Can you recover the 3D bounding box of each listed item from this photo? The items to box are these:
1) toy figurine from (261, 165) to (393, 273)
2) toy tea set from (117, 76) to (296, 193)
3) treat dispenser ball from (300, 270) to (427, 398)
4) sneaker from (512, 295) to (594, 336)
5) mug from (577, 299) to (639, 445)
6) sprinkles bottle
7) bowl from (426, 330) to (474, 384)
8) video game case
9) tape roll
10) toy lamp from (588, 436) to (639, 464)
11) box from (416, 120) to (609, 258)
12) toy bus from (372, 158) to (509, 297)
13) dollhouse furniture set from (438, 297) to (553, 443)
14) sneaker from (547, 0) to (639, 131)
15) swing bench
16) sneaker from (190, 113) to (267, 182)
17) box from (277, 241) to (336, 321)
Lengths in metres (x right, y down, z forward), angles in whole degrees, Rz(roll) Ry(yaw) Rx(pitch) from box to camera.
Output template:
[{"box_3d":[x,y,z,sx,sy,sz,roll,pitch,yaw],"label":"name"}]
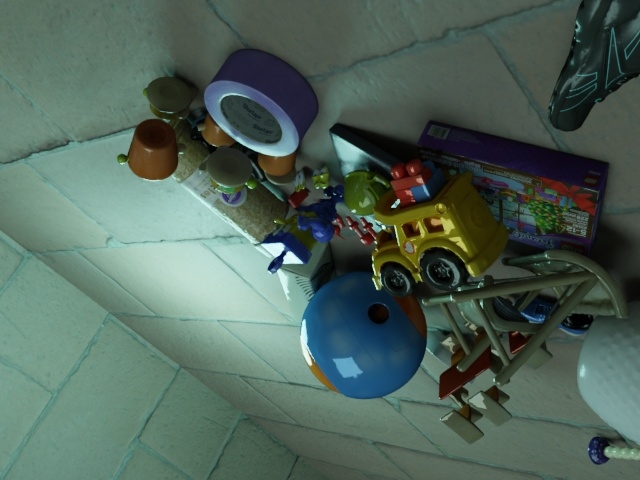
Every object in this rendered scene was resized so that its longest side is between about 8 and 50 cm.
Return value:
[{"box_3d":[0.000,0.000,1.504,0.191,0.217,0.362,52,159,-19],"label":"toy figurine"},{"box_3d":[-0.212,-0.166,1.533,0.336,0.200,0.124,24,146,-1],"label":"toy tea set"},{"box_3d":[0.097,0.213,1.804,0.288,0.288,0.288,23,154,12],"label":"treat dispenser ball"},{"box_3d":[0.456,0.139,1.559,0.152,0.058,0.084,23,160,4],"label":"sneaker"},{"box_3d":[0.644,0.239,1.359,0.328,0.276,0.374,14,-178,40],"label":"mug"},{"box_3d":[-0.200,-0.111,1.705,0.355,0.121,0.121,40,153,-21],"label":"sprinkles bottle"},{"box_3d":[0.312,0.275,1.929,0.142,0.053,0.142,40,-179,-21],"label":"bowl"},{"box_3d":[0.117,-0.081,1.483,0.196,0.026,0.274,35,161,31],"label":"video game case"},{"box_3d":[-0.105,-0.241,1.414,0.189,0.080,0.189,24,154,12],"label":"tape roll"},{"box_3d":[0.774,0.515,1.912,0.080,0.080,0.274,39,155,-19],"label":"toy lamp"},{"box_3d":[0.309,-0.079,1.309,0.293,0.057,0.201,18,153,23],"label":"box"},{"box_3d":[0.159,-0.032,1.297,0.220,0.149,0.211,-14,114,43],"label":"toy bus"},{"box_3d":[0.346,0.249,1.693,0.135,0.262,0.259,39,120,-16],"label":"dollhouse furniture set"},{"box_3d":[0.348,-0.215,0.968,0.106,0.101,0.267,20,154,13],"label":"sneaker"},{"box_3d":[0.342,0.110,1.375,0.165,0.254,0.253,62,174,3],"label":"swing bench"},{"box_3d":[-0.185,-0.175,1.620,0.188,0.078,0.067,37,154,-18],"label":"sneaker"},{"box_3d":[-0.025,0.100,1.932,0.094,0.113,0.275,18,154,19],"label":"box"}]
